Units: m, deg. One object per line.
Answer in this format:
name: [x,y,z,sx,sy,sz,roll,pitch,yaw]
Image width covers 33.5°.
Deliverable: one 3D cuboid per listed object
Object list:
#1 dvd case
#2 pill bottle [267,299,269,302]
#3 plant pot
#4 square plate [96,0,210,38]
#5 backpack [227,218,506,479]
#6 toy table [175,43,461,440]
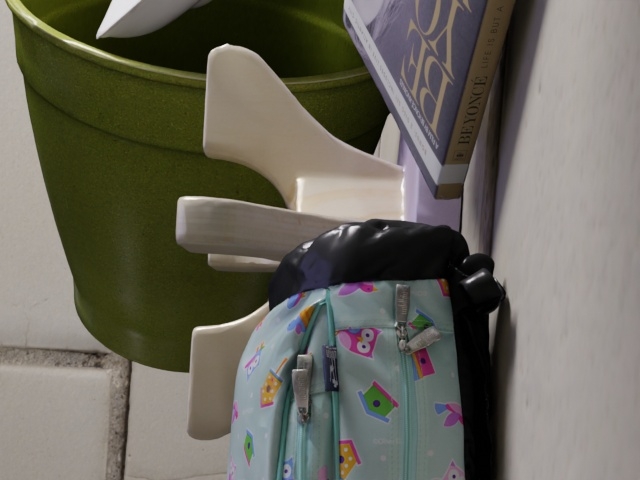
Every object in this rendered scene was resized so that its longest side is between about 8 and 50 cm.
dvd case: [0.053,-0.154,0.497,0.164,0.018,0.221,-111,22,-43]
pill bottle: [0.005,0.144,0.910,0.121,0.121,0.216,95,180,-59]
plant pot: [-0.113,-0.077,1.028,0.366,0.367,0.352,-86,5,-56]
square plate: [-0.019,-0.316,0.880,0.049,0.347,0.344,47,-157,-25]
backpack: [0.016,0.095,0.479,0.152,0.115,0.181,104,168,-71]
toy table: [0.000,0.000,0.694,0.252,0.161,0.274,95,178,-74]
